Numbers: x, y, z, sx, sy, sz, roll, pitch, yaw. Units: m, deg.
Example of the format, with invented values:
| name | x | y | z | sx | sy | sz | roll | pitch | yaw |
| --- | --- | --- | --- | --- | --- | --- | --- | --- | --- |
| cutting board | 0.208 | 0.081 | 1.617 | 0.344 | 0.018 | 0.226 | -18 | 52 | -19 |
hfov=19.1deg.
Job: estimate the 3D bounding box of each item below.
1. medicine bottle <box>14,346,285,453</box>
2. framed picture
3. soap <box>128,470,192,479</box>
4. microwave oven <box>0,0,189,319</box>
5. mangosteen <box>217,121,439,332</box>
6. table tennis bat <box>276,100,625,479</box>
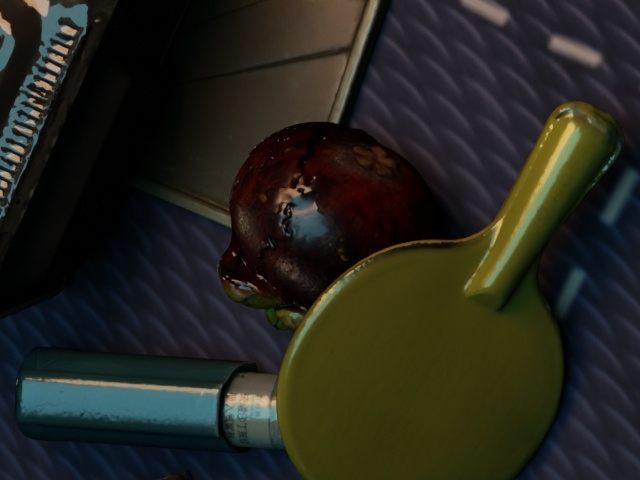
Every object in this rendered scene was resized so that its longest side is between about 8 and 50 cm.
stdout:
| name | x | y | z | sx | sy | sz | roll | pitch | yaw |
| --- | --- | --- | --- | --- | --- | --- | --- | --- | --- |
| medicine bottle | -0.145 | 0.135 | 1.604 | 0.258 | 0.124 | 0.079 | 3 | 87 | 14 |
| framed picture | -0.116 | -0.152 | 1.632 | 0.324 | 0.020 | 0.240 | 22 | 99 | 24 |
| soap | -0.134 | 0.311 | 1.572 | 0.076 | 0.135 | 0.233 | -24 | 79 | 23 |
| microwave oven | -0.287 | -0.145 | 1.553 | 0.286 | 0.218 | 0.355 | 28 | 102 | 8 |
| mangosteen | 0.000 | 0.000 | 1.502 | 0.166 | 0.166 | 0.180 | 35 | 113 | 22 |
| table tennis bat | 0.111 | 0.054 | 1.448 | 0.224 | 0.054 | 0.369 | 27 | 100 | -21 |
